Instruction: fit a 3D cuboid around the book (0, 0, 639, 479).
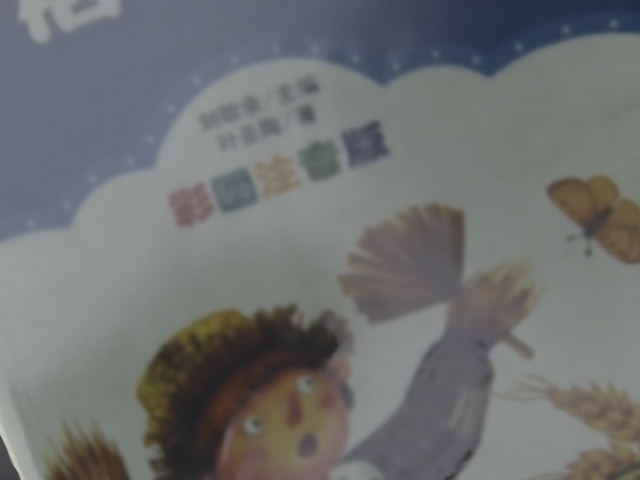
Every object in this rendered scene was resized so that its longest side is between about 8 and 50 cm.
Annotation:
[{"bbox_3d":[0.000,0.000,0.552,0.300,0.039,0.428,-20,99,4],"label":"book"}]
